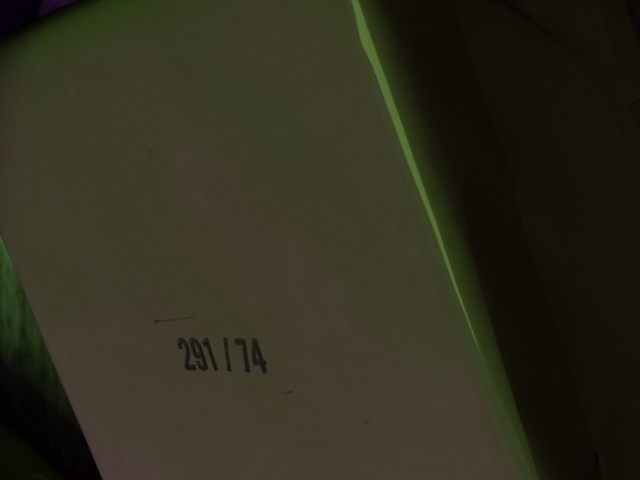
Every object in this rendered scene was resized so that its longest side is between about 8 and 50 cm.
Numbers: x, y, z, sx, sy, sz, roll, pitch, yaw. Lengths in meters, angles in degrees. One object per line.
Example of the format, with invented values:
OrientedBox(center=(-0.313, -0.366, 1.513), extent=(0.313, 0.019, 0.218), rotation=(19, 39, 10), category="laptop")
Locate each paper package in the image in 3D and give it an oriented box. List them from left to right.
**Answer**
OrientedBox(center=(0.000, 0.000, 0.718), extent=(0.325, 0.168, 0.309), rotation=(-10, 105, 48), category="paper package")

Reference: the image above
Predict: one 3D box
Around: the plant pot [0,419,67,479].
OrientedBox(center=(-0.345, 0.246, 1.095), extent=(0.353, 0.366, 0.366), rotation=(18, 118, 27), category="plant pot")

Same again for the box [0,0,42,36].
OrientedBox(center=(-0.284, -0.131, 0.830), extent=(0.179, 0.343, 0.312), rotation=(20, 126, -2), category="box")
